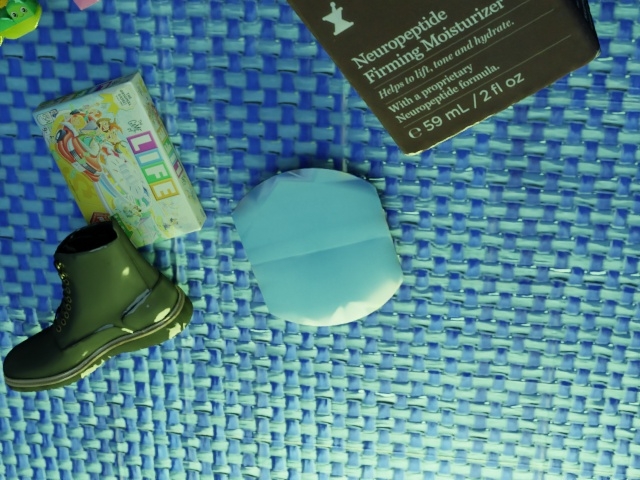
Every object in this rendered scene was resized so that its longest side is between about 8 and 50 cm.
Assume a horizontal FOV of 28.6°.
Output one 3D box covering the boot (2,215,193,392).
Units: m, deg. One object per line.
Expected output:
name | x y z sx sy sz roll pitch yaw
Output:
boot | -0.239 0.056 1.180 0.198 0.077 0.137 -26 130 8

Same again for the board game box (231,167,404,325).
board game box | 0.000 0.000 1.150 0.133 0.033 0.169 -13 120 11

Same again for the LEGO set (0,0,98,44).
LEGO set | -0.273 -0.222 1.041 0.227 0.087 0.093 -22 128 20

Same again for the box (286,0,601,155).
box | 0.080 -0.209 0.925 0.168 0.167 0.203 -28 121 23

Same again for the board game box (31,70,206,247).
board game box | -0.182 -0.068 1.146 0.103 0.026 0.154 -16 114 17
